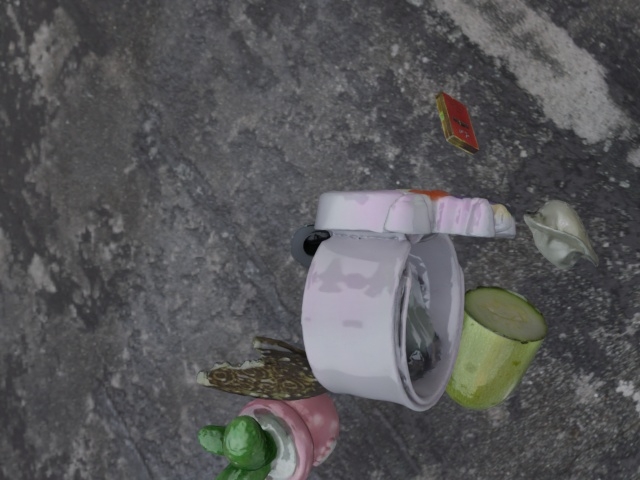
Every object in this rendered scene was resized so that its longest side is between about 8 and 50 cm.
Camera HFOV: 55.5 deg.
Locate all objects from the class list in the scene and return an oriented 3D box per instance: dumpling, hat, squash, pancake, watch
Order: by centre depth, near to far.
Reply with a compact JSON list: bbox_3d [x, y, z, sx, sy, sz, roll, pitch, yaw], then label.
[{"bbox_3d":[0.105,0.058,0.658,0.196,0.244,0.231,1,91,32],"label":"watch"},{"bbox_3d":[-0.074,0.152,0.703,0.191,0.184,0.020,-7,57,23],"label":"pancake"},{"bbox_3d":[0.222,0.159,0.836,0.123,0.123,0.186,40,133,32],"label":"squash"},{"bbox_3d":[0.437,-0.001,1.086,0.093,0.176,0.150,-32,47,8],"label":"dumpling"},{"bbox_3d":[0.000,0.000,1.178,0.121,0.121,0.050,-48,26,28],"label":"hat"}]

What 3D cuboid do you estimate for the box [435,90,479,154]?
[{"bbox_3d":[0.297,-0.257,1.327,0.023,0.090,0.133,-36,47,39],"label":"box"}]

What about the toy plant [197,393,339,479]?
[{"bbox_3d":[-0.111,0.429,1.314,0.211,0.356,0.316,38,120,29],"label":"toy plant"}]
